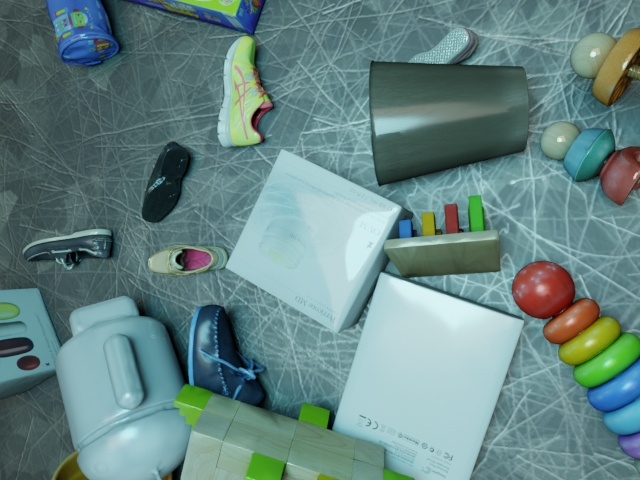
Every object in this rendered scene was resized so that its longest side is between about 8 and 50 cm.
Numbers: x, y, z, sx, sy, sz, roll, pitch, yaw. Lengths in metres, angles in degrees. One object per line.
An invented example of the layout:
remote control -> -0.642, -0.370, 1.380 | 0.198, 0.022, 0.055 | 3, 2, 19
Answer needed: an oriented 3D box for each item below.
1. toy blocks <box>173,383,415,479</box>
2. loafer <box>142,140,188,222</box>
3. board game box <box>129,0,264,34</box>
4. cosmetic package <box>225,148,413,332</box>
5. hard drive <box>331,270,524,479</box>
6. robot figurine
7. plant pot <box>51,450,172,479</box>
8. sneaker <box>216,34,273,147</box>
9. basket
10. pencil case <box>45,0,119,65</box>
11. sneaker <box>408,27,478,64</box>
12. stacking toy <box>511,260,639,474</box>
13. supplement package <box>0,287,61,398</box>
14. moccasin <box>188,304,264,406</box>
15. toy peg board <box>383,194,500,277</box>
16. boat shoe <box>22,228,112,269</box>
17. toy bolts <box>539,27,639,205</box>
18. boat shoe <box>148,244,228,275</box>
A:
toy blocks -> -0.076, 0.416, 0.820 | 0.382, 0.190, 0.260 | 17, 110, 2
loafer -> -0.311, -0.116, 1.027 | 0.170, 0.062, 0.061 | -61, 35, 14
board game box -> -0.254, -0.565, 1.003 | 0.347, 0.078, 0.233 | 21, 92, 17
cosmetic package -> 0.000, 0.000, 0.874 | 0.224, 0.138, 0.224 | 28, 97, 17
hard drive -> 0.159, 0.253, 0.848 | 0.233, 0.047, 0.352 | 18, 98, 18
robot figurine -> -0.342, 0.276, 0.916 | 0.200, 0.300, 0.353 | -17, 64, -22
plant pot -> -0.390, 0.512, 0.958 | 0.205, 0.205, 0.187 | 18, 109, 18
sneaker -> -0.131, -0.274, 0.964 | 0.094, 0.081, 0.208 | 8, 97, 11
basket -> 0.200, -0.193, 0.815 | 0.227, 0.154, 0.204 | -2, 88, 14
pencil case -> -0.513, -0.514, 1.068 | 0.119, 0.133, 0.306 | -16, 83, -13
sneaker -> 0.207, -0.308, 0.872 | 0.134, 0.070, 0.051 | -29, 88, 44
stacking toy -> 0.406, 0.170, 0.750 | 0.141, 0.141, 0.330 | -43, 70, 12
supplement package -> -0.669, 0.216, 1.044 | 0.149, 0.203, 0.194 | -31, 80, 14
moccasin -> -0.152, 0.277, 0.929 | 0.117, 0.138, 0.341 | -5, 101, 11
toy peg board -> 0.194, -0.004, 0.810 | 0.161, 0.161, 0.079 | -5, 69, 18
boat shoe -> -0.529, 0.027, 1.075 | 0.206, 0.075, 0.064 | -12, 81, 12
toy bolts -> 0.434, -0.192, 0.751 | 0.158, 0.218, 0.228 | 37, 132, 29
boat shoe -> -0.266, 0.036, 0.997 | 0.170, 0.059, 0.063 | -7, 86, 17
